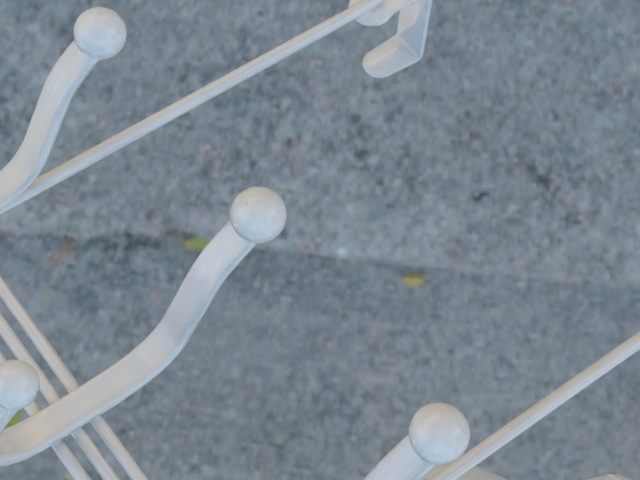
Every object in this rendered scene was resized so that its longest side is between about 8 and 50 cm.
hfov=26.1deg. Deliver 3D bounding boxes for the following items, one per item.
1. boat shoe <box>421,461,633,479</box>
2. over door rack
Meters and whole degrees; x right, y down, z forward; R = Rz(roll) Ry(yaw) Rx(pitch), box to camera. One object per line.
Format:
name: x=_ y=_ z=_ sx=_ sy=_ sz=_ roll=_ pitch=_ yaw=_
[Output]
boat shoe: x=0.163 y=0.198 z=0.824 sx=0.306 sy=0.105 sz=0.113 roll=29 pitch=89 yaw=-49
over door rack: x=0.000 y=0.000 z=0.579 sx=0.239 sy=0.324 sz=0.108 roll=50 pitch=145 yaw=22
